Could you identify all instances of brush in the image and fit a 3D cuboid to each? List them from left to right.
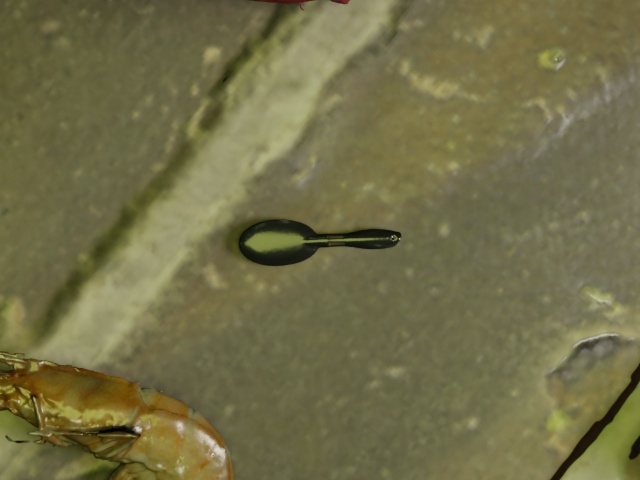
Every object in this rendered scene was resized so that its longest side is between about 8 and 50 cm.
[{"bbox_3d":[0.000,0.000,0.841,0.083,0.008,0.024,-3,89,-7],"label":"brush"}]

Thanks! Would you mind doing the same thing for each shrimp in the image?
[{"bbox_3d":[-0.122,0.108,0.817,0.162,0.045,0.095,21,108,-11],"label":"shrimp"}]

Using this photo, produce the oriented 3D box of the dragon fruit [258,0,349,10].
[{"bbox_3d":[-0.008,-0.246,0.750,0.290,0.189,0.291,0,90,-6],"label":"dragon fruit"}]
